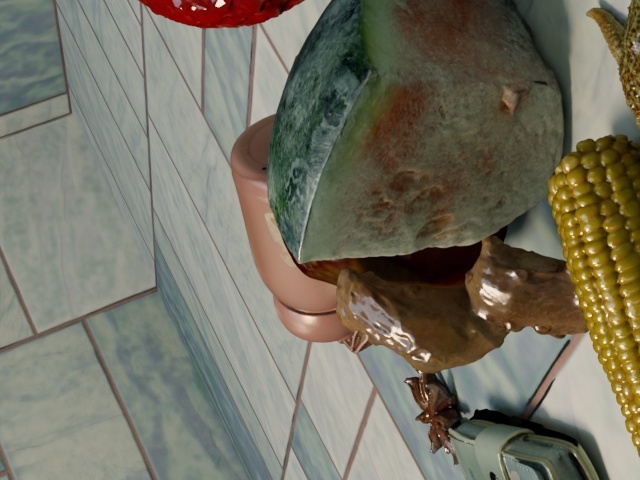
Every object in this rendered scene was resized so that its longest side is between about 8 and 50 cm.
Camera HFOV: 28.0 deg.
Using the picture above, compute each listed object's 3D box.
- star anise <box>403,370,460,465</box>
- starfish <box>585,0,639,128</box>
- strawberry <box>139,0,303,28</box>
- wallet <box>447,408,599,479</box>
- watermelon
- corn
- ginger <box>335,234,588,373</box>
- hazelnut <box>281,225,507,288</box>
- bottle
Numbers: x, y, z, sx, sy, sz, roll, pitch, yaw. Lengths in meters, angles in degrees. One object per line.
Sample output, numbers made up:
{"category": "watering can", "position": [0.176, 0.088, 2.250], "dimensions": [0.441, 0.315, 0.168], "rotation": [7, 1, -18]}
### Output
{"category": "star anise", "position": [0.153, 0.222, 1.665], "dimensions": [0.141, 0.042, 0.141], "rotation": [60, 165, 27]}
{"category": "starfish", "position": [0.242, -0.130, 0.944], "dimensions": [0.176, 0.053, 0.208], "rotation": [-119, 21, -56]}
{"category": "strawberry", "position": [-0.084, -0.370, 1.360], "dimensions": [0.291, 0.310, 0.292], "rotation": [16, 115, 37]}
{"category": "wallet", "position": [0.239, 0.283, 1.427], "dimensions": [0.176, 0.075, 0.250], "rotation": [64, 165, -8]}
{"category": "watermelon", "position": [0.098, -0.110, 1.127], "dimensions": [0.228, 0.258, 0.387], "rotation": [-59, 4, 31]}
{"category": "corn", "position": [0.264, 0.070, 1.005], "dimensions": [0.318, 0.115, 0.115], "rotation": [67, 164, 7]}
{"category": "ginger", "position": [0.142, 0.057, 1.161], "dimensions": [0.084, 0.290, 0.122], "rotation": [-65, -40, -51]}
{"category": "hazelnut", "position": [0.079, -0.036, 1.315], "dimensions": [0.251, 0.217, 0.217], "rotation": [10, 123, 47]}
{"category": "bottle", "position": [0.000, 0.000, 1.650], "dimensions": [0.206, 0.173, 0.297], "rotation": [32, 143, 41]}
